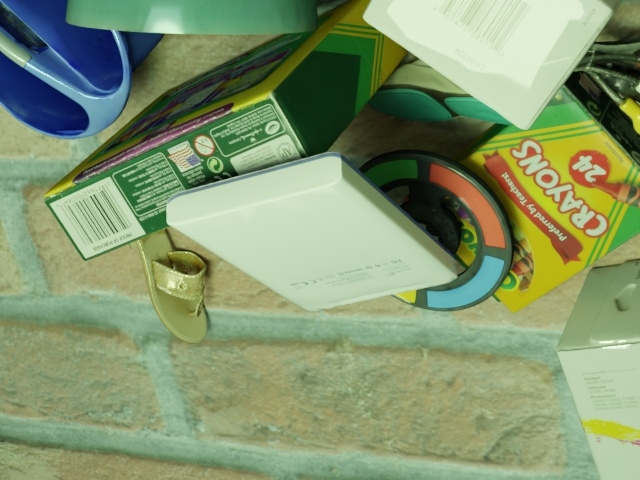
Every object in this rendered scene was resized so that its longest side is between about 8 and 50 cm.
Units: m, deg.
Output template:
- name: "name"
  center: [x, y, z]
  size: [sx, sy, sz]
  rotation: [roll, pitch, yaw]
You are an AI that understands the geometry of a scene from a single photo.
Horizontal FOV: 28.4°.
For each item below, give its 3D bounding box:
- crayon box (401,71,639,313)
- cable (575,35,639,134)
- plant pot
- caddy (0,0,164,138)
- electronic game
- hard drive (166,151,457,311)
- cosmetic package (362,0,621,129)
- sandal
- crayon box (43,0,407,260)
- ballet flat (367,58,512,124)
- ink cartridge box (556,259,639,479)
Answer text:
- name: "crayon box"
  center: [0.259, -0.046, 1.566]
  size: [0.202, 0.081, 0.318]
  rotation: [45, 128, -6]
- name: "cable"
  center: [0.323, -0.194, 1.395]
  size: [0.287, 0.072, 0.139]
  rotation: [20, 108, -12]
- name: "plant pot"
  center: [-0.143, -0.364, 1.445]
  size: [0.293, 0.293, 0.235]
  rotation: [8, 105, 21]
- name: "caddy"
  center: [-0.376, -0.291, 1.658]
  size: [0.341, 0.179, 0.241]
  rotation: [43, 127, -4]
- name: "electronic game"
  center: [0.129, -0.009, 1.570]
  size: [0.229, 0.048, 0.229]
  rotation: [15, 127, 21]
- name: "hard drive"
  center: [0.000, 0.000, 1.447]
  size: [0.210, 0.040, 0.319]
  rotation: [-13, 154, 24]
- name: "cosmetic package"
  center: [0.215, -0.285, 1.258]
  size: [0.197, 0.365, 0.155]
  rotation: [36, 127, 5]
- name: "sandal"
  center: [-0.206, 0.043, 1.841]
  size: [0.079, 0.088, 0.240]
  rotation: [-14, 108, 38]
- name: "crayon box"
  center: [-0.110, -0.140, 1.537]
  size: [0.363, 0.313, 0.106]
  rotation: [-20, 109, 34]
- name: "ballet flat"
  center: [0.160, -0.186, 1.521]
  size: [0.248, 0.086, 0.086]
  rotation: [13, 127, 45]
- name: "ink cartridge box"
  center: [0.436, 0.180, 1.546]
  size: [0.197, 0.198, 0.270]
  rotation: [-10, 115, 31]
